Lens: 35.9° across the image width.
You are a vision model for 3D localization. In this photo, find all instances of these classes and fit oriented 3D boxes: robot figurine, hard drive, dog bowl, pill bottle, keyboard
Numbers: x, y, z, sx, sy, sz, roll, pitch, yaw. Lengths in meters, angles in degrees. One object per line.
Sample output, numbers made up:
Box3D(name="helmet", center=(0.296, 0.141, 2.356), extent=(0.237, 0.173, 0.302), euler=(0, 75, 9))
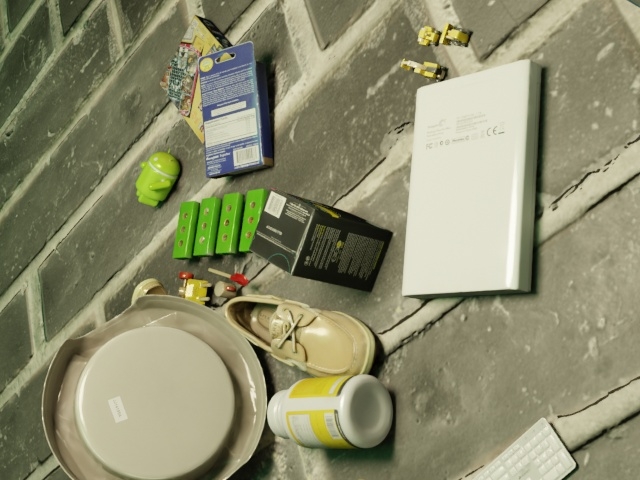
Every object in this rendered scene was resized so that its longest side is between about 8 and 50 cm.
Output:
Box3D(name="robot figurine", center=(-0.321, -0.125, 1.953), extent=(0.115, 0.067, 0.101), euler=(-57, 31, 20))
Box3D(name="hard drive", center=(0.205, -0.078, 1.354), extent=(0.203, 0.040, 0.307), euler=(-7, 74, 48))
Box3D(name="dog bowl", center=(-0.265, 0.266, 1.586), extent=(0.102, 0.349, 0.348), euler=(117, 150, -63))
Box3D(name="pill bottle", center=(0.009, 0.250, 1.436), extent=(0.184, 0.103, 0.103), euler=(-12, 70, 47))
Box3D(name="keyboard", center=(0.216, 0.327, 1.244), extent=(0.256, 0.014, 0.072), euler=(-50, 46, 27))

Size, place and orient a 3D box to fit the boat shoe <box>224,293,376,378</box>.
Box3D(name="boat shoe", center=(-0.038, 0.145, 1.523), extent=(0.302, 0.098, 0.109), euler=(18, 93, 50))

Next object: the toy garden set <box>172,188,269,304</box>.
Box3D(name="toy garden set", center=(-0.175, 0.023, 1.760), extent=(0.244, 0.049, 0.204), euler=(-5, 73, 47))

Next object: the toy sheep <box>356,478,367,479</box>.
Box3D(name="toy sheep", center=(0.076, 0.384, 1.336), extent=(0.091, 0.091, 0.132), euler=(-47, 53, 30))

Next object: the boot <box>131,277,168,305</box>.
Box3D(name="boot", center=(-0.257, 0.183, 1.741), extent=(0.165, 0.077, 0.213), euler=(26, 129, 48))

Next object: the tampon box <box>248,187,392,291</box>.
Box3D(name="tampon box", center=(0.000, 0.000, 1.474), extent=(0.120, 0.161, 0.101), euler=(27, 99, 48))

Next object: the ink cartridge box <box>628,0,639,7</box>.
Box3D(name="ink cartridge box", center=(0.345, -0.374, 1.231), extent=(0.060, 0.104, 0.180), euler=(-52, 45, 27))

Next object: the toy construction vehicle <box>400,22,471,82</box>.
Box3D(name="toy construction vehicle", center=(0.166, -0.283, 1.463), extent=(0.098, 0.035, 0.086), euler=(30, 102, 49))

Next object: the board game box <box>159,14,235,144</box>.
Box3D(name="board game box", center=(-0.219, -0.309, 1.909), extent=(0.165, 0.042, 0.243), euler=(-57, 44, 20))

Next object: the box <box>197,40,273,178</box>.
Box3D(name="box", center=(-0.153, -0.232, 1.770), extent=(0.136, 0.036, 0.225), euler=(-9, 83, 35))
